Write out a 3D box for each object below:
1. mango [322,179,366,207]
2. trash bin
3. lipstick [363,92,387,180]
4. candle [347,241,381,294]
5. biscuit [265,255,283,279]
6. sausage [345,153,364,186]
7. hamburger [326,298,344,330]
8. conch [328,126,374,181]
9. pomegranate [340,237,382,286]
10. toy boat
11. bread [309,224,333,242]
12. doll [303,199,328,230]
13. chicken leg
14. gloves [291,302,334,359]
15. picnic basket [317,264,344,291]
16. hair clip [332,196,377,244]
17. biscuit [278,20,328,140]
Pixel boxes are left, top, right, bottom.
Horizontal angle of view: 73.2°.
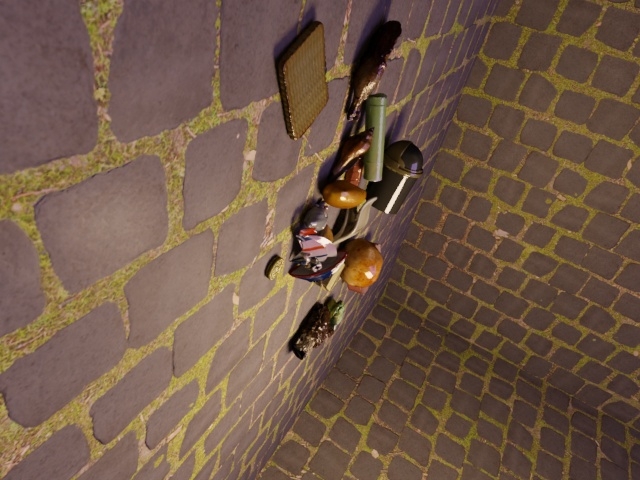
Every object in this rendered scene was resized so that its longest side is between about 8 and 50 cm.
[{"bbox_3d":[0.080,-0.161,1.533,0.217,0.141,0.102,-6,117,-67],"label":"mango"},{"bbox_3d":[0.355,-0.305,2.013,0.214,0.214,0.334,-31,149,-60],"label":"trash bin"},{"bbox_3d":[0.193,-0.368,1.544,0.076,0.076,0.304,-39,136,-53],"label":"lipstick"},{"bbox_3d":[0.232,0.136,2.475,0.287,0.131,0.317,57,52,-63],"label":"candle"},{"bbox_3d":[-0.152,0.091,1.431,0.084,0.023,0.084,-53,162,-26],"label":"biscuit"},{"bbox_3d":[0.133,-0.267,1.660,0.065,0.065,0.169,-50,159,-37],"label":"sausage"},{"bbox_3d":[0.060,0.407,2.371,0.214,0.125,0.235,-60,168,-29],"label":"hamburger"},{"bbox_3d":[0.104,-0.309,1.511,0.232,0.080,0.086,-44,159,27],"label":"conch"},{"bbox_3d":[0.188,0.110,2.125,0.248,0.248,0.248,-54,161,-28],"label":"pomegranate"},{"bbox_3d":[-0.002,0.044,1.554,0.219,0.072,0.318,-5,141,-16],"label":"toy boat"},{"bbox_3d":[0.000,-0.002,1.638,0.125,0.082,0.106,-55,169,-15],"label":"bread"},{"bbox_3d":[-0.011,-0.080,1.508,0.227,0.075,0.102,-45,136,-71],"label":"doll"},{"bbox_3d":[0.161,-0.531,1.340,0.323,0.083,0.177,-64,178,-5],"label":"chicken leg"},{"bbox_3d":[-0.026,0.457,2.167,0.312,0.135,0.210,-58,156,-25],"label":"gloves"},{"bbox_3d":[0.037,0.146,1.974,0.164,0.079,0.115,-60,162,-12],"label":"picnic basket"},{"bbox_3d":[0.145,-0.085,1.888,0.172,0.113,0.282,-24,139,-64],"label":"hair clip"},{"bbox_3d":[-0.038,-0.379,1.051,0.172,0.029,0.254,-56,162,-22],"label":"biscuit"}]
